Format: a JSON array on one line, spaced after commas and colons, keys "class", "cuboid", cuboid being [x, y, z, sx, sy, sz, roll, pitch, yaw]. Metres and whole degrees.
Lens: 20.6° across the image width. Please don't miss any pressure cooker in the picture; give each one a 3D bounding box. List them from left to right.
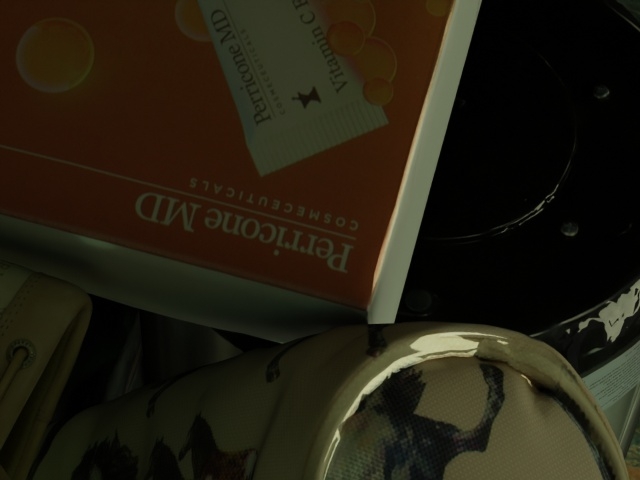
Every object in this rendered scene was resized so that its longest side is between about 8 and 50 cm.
[{"class": "pressure cooker", "cuboid": [0.051, 0.050, 1.213, 0.420, 0.370, 0.375, 92, 2, -54]}]

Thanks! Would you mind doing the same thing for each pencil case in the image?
[{"class": "pencil case", "cuboid": [-0.041, 0.149, 0.805, 0.410, 0.160, 0.183, -21, -126, 53]}]

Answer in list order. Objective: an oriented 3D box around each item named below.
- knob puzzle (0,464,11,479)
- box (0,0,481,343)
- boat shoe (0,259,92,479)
[{"class": "knob puzzle", "cuboid": [-0.189, 0.151, 0.652, 0.213, 0.030, 0.213, -14, 109, -47]}, {"class": "box", "cuboid": [-0.031, -0.139, 0.828, 0.168, 0.215, 0.345, 77, 28, -77]}, {"class": "boat shoe", "cuboid": [-0.175, 0.154, 0.753, 0.109, 0.098, 0.302, 54, 51, -83]}]
